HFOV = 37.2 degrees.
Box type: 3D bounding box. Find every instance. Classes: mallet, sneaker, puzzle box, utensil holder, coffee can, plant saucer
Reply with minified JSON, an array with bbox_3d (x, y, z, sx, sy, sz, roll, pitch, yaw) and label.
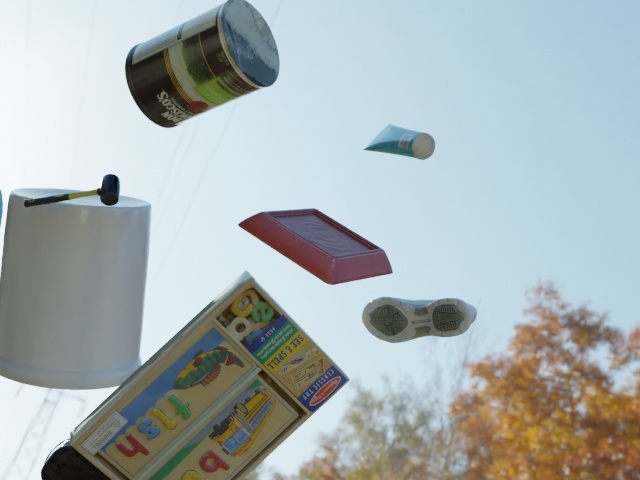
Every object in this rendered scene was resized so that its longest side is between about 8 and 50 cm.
[{"bbox_3d":[-0.482,-0.081,1.850,0.190,0.062,0.039,-14,-44,-5],"label":"mallet"},{"bbox_3d":[0.195,0.153,1.837,0.232,0.090,0.115,0,-2,27],"label":"sneaker"},{"bbox_3d":[-0.183,0.283,1.621,0.272,0.409,0.052,47,-1,-23],"label":"puzzle box"},{"bbox_3d":[-0.539,0.094,2.071,0.328,0.385,0.327,6,8,-1],"label":"utensil holder"},{"bbox_3d":[-0.257,-0.383,2.070,0.275,0.201,0.201,-18,-42,30],"label":"coffee can"},{"bbox_3d":[0.000,0.000,1.996,0.259,0.047,0.258,33,21,28],"label":"plant saucer"}]

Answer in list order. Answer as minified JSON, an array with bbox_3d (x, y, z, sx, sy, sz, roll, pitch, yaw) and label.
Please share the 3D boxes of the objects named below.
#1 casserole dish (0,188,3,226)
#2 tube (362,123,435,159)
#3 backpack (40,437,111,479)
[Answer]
[{"bbox_3d":[-0.762,-0.055,2.152,0.037,0.114,0.188,5,15,-4],"label":"casserole dish"},{"bbox_3d":[0.157,-0.200,1.913,0.052,0.080,0.207,55,-12,-24],"label":"tube"},{"bbox_3d":[-0.427,0.405,1.667,0.114,0.105,0.084,41,2,-12],"label":"backpack"}]
